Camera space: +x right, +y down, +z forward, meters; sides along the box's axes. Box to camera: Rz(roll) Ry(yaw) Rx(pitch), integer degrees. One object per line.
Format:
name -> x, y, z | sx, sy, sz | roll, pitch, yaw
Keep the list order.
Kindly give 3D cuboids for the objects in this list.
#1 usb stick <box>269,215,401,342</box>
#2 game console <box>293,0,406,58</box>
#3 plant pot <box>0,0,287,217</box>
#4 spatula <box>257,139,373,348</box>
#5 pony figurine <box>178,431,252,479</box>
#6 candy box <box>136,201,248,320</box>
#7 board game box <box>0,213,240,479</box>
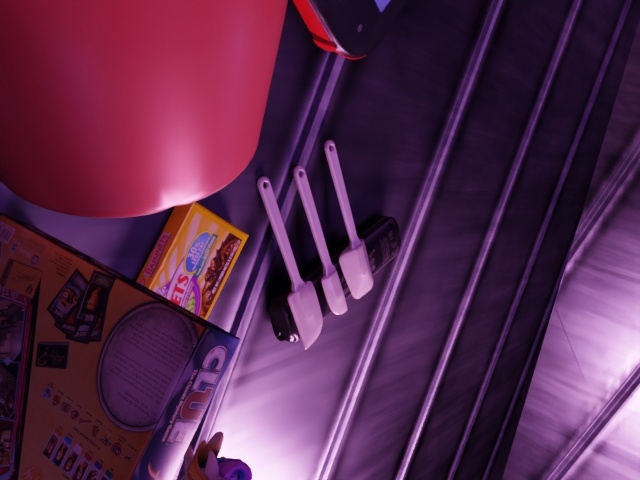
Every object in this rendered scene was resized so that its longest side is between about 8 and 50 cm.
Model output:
usb stick -> 0.029, 0.050, 0.938 | 0.278, 0.045, 0.077 | -36, 125, -39
game console -> 0.056, -0.436, 0.696 | 0.387, 0.060, 0.342 | -60, 146, -15
plant pot -> -0.136, -0.167, 0.408 | 0.275, 0.274, 0.243 | -39, 146, -38
spatula -> 0.000, 0.000, 0.852 | 0.168, 0.019, 0.242 | -35, 120, -35
pony figurine -> -0.144, 0.375, 0.615 | 0.363, 0.350, 0.303 | -51, 121, -23
candy box -> -0.158, 0.064, 0.694 | 0.105, 0.027, 0.206 | 35, 78, -53
board game box -> -0.191, 0.094, 0.465 | 0.165, 0.243, 0.042 | -64, 148, -7
